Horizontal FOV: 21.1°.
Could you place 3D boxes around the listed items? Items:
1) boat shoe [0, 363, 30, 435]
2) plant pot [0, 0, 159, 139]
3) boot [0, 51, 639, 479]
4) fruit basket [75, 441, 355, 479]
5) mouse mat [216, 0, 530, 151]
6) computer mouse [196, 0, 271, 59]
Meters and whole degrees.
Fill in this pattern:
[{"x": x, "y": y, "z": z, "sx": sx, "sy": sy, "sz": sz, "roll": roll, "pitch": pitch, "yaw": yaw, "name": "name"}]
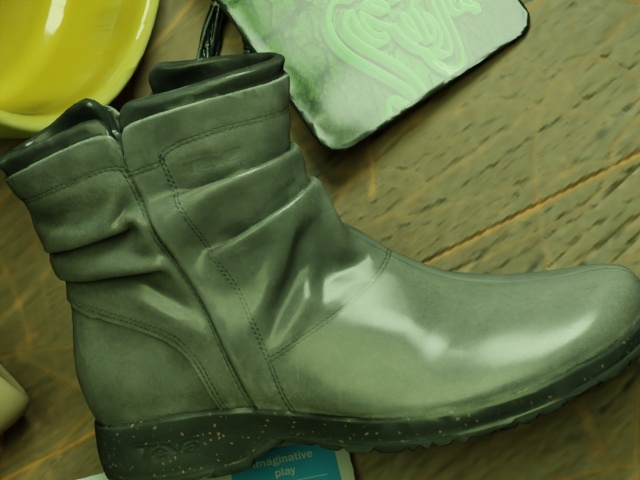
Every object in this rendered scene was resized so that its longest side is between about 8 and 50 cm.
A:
[{"x": -0.308, "y": -0.001, "z": 1.078, "sx": 0.110, "sy": 0.121, "sz": 0.341, "roll": -38, "pitch": 81, "yaw": 0, "name": "boat shoe"}, {"x": -0.262, "y": -0.187, "z": 1.048, "sx": 0.239, "sy": 0.254, "sz": 0.254, "roll": 2, "pitch": 78, "yaw": 32, "name": "plant pot"}, {"x": 0.000, "y": 0.000, "z": 0.937, "sx": 0.338, "sy": 0.118, "sz": 0.223, "roll": -13, "pitch": 103, "yaw": 8, "name": "boot"}, {"x": -0.108, "y": 0.283, "z": 0.910, "sx": 0.327, "sy": 0.165, "sz": 0.353, "roll": -11, "pitch": 66, "yaw": -3, "name": "fruit basket"}, {"x": 0.018, "y": -0.162, "z": 1.064, "sx": 0.152, "sy": 0.007, "sz": 0.190, "roll": -34, "pitch": 72, "yaw": -5, "name": "mouse mat"}, {"x": -0.043, "y": -0.058, "z": 1.052, "sx": 0.071, "sy": 0.041, "sz": 0.242, "roll": -10, "pitch": 74, "yaw": 14, "name": "computer mouse"}]
